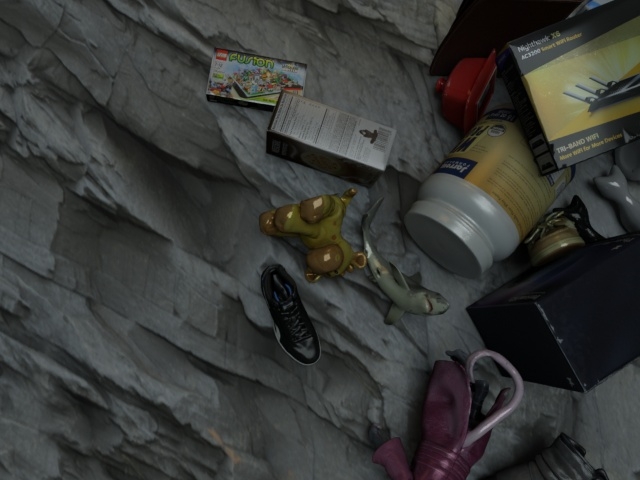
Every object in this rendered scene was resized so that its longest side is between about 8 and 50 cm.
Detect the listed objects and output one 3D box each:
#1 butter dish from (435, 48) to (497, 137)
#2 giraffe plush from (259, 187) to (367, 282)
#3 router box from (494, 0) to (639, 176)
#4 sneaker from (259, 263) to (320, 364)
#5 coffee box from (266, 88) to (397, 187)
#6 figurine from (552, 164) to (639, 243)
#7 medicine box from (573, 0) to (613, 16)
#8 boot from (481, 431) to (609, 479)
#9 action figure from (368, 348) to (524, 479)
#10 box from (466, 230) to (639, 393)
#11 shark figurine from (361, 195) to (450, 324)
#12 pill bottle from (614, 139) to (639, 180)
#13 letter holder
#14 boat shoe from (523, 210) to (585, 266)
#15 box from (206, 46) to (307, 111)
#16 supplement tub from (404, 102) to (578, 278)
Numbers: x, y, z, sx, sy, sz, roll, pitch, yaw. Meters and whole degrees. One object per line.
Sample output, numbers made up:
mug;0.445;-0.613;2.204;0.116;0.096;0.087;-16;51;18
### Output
butter dish;0.314;-0.332;1.168;0.118;0.160;0.160;25;77;21
giraffe plush;0.000;0.000;1.066;0.210;0.181;0.171;-18;94;-45
router box;0.507;-0.285;0.935;0.308;0.081;0.243;-22;87;2
sneaker;-0.062;0.150;1.032;0.079;0.121;0.217;-26;85;-10
coffee box;0.017;-0.207;1.095;0.246;0.141;0.098;18;79;-3
figurine;0.660;-0.044;1.183;0.214;0.092;0.209;-36;82;-13
medicine box;0.617;-0.364;1.124;0.149;0.289;0.263;-39;87;-10
boot;0.485;0.561;0.992;0.222;0.118;0.338;-33;83;11
action figure;0.238;0.412;0.964;0.248;0.275;0.370;36;64;-6
box;0.495;0.131;1.020;0.294;0.296;0.183;-28;86;-11
shark figurine;0.163;0.058;1.108;0.116;0.166;0.278;-18;64;-35
pill bottle;0.814;-0.208;1.210;0.221;0.121;0.121;-8;81;-8
letter holder;0.356;-0.482;1.104;0.214;0.302;0.152;-3;81;-8
boat shoe;0.464;-0.009;1.067;0.104;0.285;0.089;-27;82;20
box;-0.138;-0.347;1.151;0.206;0.036;0.114;8;79;-6
supplement tub;0.344;-0.100;1.074;0.228;0.228;0.316;43;77;1
